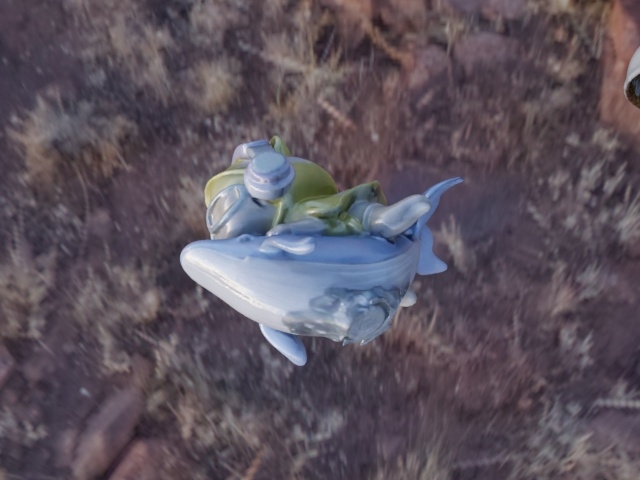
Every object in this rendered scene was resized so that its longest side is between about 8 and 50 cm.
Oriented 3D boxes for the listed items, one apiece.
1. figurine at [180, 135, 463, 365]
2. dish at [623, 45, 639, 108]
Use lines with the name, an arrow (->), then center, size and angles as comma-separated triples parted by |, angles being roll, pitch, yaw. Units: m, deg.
figurine -> 0.000, 0.000, 1.144 | 0.208, 0.128, 0.184 | -10, 46, -18
dish -> 0.283, -0.144, 1.098 | 0.141, 0.141, 0.078 | 0, 74, 2
